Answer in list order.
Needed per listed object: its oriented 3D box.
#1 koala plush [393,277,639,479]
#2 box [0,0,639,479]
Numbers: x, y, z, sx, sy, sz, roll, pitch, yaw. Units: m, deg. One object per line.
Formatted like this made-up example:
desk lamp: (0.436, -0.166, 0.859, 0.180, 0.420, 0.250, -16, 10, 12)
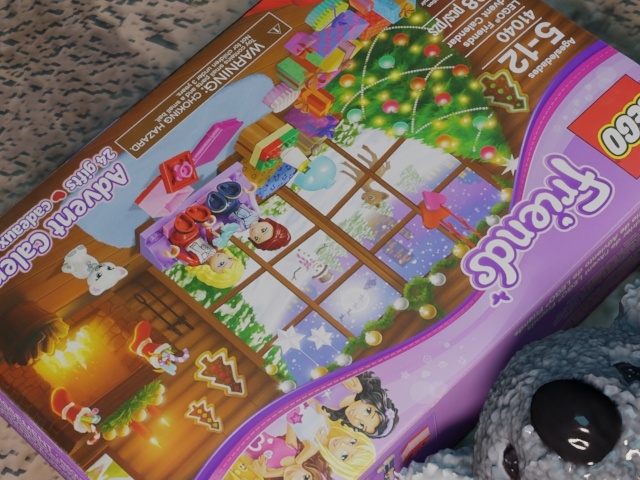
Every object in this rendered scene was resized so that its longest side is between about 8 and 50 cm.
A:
koala plush: (0.128, 0.111, 0.628, 0.196, 0.203, 0.221, -45, 43, 1)
box: (0.000, 0.000, 0.765, 0.293, 0.057, 0.201, -42, 63, -18)
